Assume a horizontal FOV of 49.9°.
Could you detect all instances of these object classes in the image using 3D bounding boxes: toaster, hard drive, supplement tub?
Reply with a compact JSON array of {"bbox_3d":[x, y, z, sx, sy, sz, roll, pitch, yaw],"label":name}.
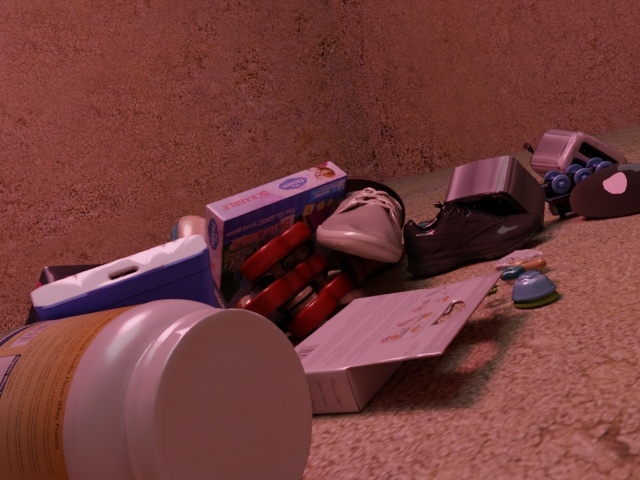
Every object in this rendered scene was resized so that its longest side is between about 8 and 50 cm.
[{"bbox_3d":[0.609,-0.186,1.631,0.129,0.226,0.146,-62,14,3],"label":"toaster"},{"bbox_3d":[-0.239,0.145,0.932,0.210,0.319,0.040,-20,51,-20],"label":"hard drive"},{"bbox_3d":[-0.188,0.179,0.681,0.316,0.229,0.228,-12,9,37],"label":"supplement tub"},{"bbox_3d":[0.373,-0.090,1.499,0.168,0.185,0.110,-11,54,46],"label":"toaster"}]

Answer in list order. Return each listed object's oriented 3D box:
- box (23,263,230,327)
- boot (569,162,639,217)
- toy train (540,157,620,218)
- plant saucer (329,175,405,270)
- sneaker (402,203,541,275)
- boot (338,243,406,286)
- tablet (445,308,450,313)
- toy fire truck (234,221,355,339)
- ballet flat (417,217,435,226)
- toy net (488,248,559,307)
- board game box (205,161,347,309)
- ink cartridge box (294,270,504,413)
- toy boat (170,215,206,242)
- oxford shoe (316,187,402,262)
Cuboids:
[{"bbox_3d":[-0.291,0.137,1.069,0.270,0.165,0.143,-3,-45,-42],"label":"box"},{"bbox_3d":[0.670,-0.105,1.401,0.305,0.113,0.115,-18,-24,34],"label":"boot"},{"bbox_3d":[0.578,-0.114,1.520,0.184,0.105,0.080,-17,15,4],"label":"toy train"},{"bbox_3d":[0.047,-0.046,1.646,0.310,0.311,0.050,-17,48,2],"label":"plant saucer"},{"bbox_3d":[0.303,-0.021,1.396,0.286,0.130,0.109,-16,6,3],"label":"sneaker"},{"bbox_3d":[0.127,0.044,1.565,0.152,0.073,0.197,-14,10,-4],"label":"boot"},{"bbox_3d":[0.195,0.111,1.148,0.054,0.006,0.083,-14,9,23],"label":"tablet"},{"bbox_3d":[-0.093,0.118,1.311,0.254,0.169,0.302,-42,-2,22],"label":"toy fire truck"},{"bbox_3d":[0.313,-0.034,1.695,0.068,0.072,0.213,-16,6,-21],"label":"ballet flat"},{"bbox_3d":[0.309,0.063,1.110,0.122,0.045,0.232,-17,6,16],"label":"toy net"},{"bbox_3d":[-0.101,0.017,1.472,0.318,0.318,0.066,-24,50,-34],"label":"board game box"},{"bbox_3d":[0.101,0.138,0.942,0.261,0.066,0.296,-13,9,32],"label":"ink cartridge box"},{"bbox_3d":[-0.270,0.098,1.663,0.148,0.268,0.318,-19,-24,11],"label":"toy boat"},{"bbox_3d":[0.093,-0.038,1.371,0.169,0.130,0.449,19,8,5],"label":"oxford shoe"}]
